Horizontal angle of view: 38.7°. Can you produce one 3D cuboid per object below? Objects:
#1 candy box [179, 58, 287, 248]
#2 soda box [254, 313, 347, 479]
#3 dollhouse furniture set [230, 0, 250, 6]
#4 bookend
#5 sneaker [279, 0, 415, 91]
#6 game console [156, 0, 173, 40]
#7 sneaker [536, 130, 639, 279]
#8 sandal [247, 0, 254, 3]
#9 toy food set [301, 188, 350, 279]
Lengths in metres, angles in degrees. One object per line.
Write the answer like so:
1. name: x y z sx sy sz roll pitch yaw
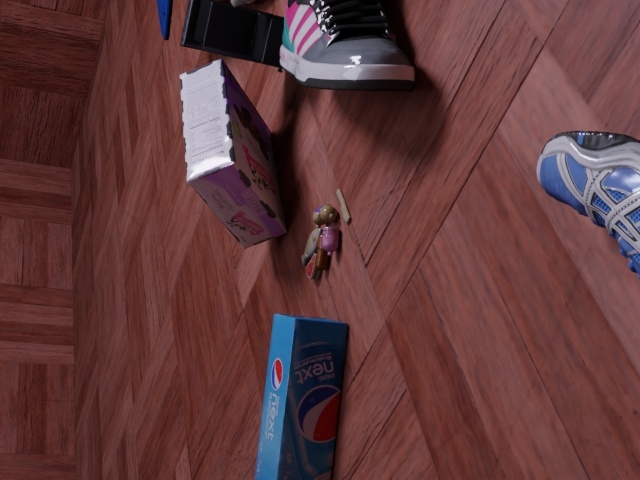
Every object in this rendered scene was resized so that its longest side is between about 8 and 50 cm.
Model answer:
1. candy box: -0.118 -0.115 1.231 0.165 0.070 0.196 55 -161 -50
2. soda box: -0.023 0.191 1.023 0.071 0.067 0.210 180 97 -67
3. dollhouse furniture set: -0.088 -0.420 1.138 0.183 0.129 0.129 56 148 5
4. bookend: -0.089 -0.267 1.211 0.157 0.156 0.072 -137 58 -62
5. sneaker: 0.030 -0.259 0.979 0.295 0.124 0.178 -135 46 -64
6. game console: -0.216 -0.526 1.569 0.173 0.250 0.293 50 163 1
7. sneaker: 0.195 -0.017 0.545 0.211 0.080 0.081 -152 74 -68
8. sandal: -0.156 -0.478 1.504 0.416 0.102 0.169 -155 73 -69
9. toy food set: 0.000 0.000 1.090 0.078 0.019 0.122 -108 33 -46
